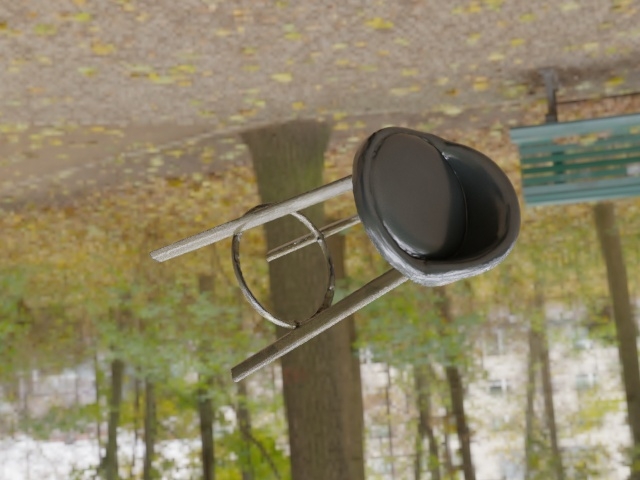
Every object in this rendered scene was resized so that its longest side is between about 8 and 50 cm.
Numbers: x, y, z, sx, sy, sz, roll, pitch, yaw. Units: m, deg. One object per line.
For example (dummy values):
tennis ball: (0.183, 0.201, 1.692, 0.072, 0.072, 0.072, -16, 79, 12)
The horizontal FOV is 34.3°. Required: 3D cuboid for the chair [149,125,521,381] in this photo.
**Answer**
chair: (0.001, 0.001, 0.609, 0.221, 0.104, 0.095, -22, 135, 41)
